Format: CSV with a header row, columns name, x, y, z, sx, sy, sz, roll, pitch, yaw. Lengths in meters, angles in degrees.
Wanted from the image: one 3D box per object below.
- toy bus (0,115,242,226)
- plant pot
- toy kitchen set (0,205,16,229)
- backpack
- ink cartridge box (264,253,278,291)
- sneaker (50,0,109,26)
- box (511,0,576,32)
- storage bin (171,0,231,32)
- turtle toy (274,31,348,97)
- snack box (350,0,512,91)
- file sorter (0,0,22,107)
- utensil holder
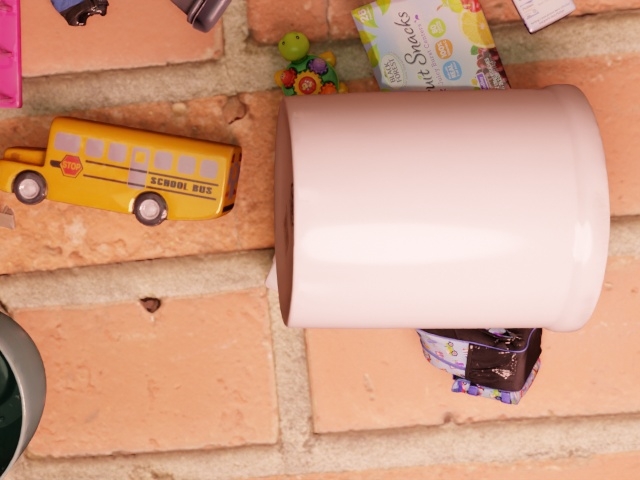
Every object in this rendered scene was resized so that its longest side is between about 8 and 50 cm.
name,x,y,z,sx,sy,sz,roll,pitch,yaw
toy bus,-0.290,-0.100,1.970,0.333,0.108,0.130,10,97,5
plant pot,-0.529,0.218,1.971,0.293,0.235,0.293,1,96,7
toy kitchen set,-0.475,-0.062,2.036,0.068,0.075,0.083,14,138,8
backpack,0.217,0.144,1.922,0.173,0.158,0.117,9,116,19
ink cartridge box,0.000,0.000,1.972,0.104,0.060,0.180,24,98,2
sneaker,-0.319,-0.370,1.965,0.152,0.058,0.084,-36,86,13
box,0.286,-0.358,1.864,0.072,0.126,0.137,-27,92,11
storage bin,-0.171,-0.379,1.936,0.091,0.098,0.135,36,99,12
turtle toy,-0.021,-0.235,1.944,0.095,0.066,0.130,-22,94,9
snack box,0.159,-0.257,1.919,0.174,0.070,0.207,-20,93,8
file sorter,-0.552,-0.332,1.935,0.202,0.182,0.290,1,97,6
utensil holder,0.142,-0.041,1.777,0.385,0.327,0.327,0,97,-7
